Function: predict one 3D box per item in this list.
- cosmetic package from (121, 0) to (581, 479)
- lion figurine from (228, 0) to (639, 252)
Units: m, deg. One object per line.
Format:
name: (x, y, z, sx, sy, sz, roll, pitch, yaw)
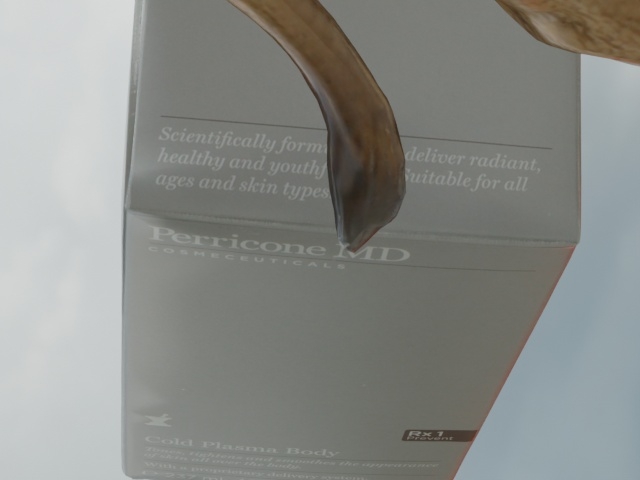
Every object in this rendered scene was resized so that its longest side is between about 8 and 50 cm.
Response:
cosmetic package: (0.000, 0.000, 0.613, 0.238, 0.127, 0.107, 99, 174, -68)
lion figurine: (0.039, -0.130, 0.276, 0.240, 0.142, 0.392, 14, -45, -36)
